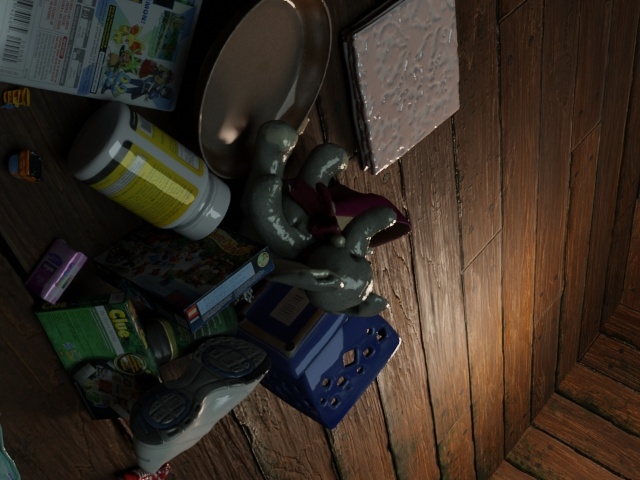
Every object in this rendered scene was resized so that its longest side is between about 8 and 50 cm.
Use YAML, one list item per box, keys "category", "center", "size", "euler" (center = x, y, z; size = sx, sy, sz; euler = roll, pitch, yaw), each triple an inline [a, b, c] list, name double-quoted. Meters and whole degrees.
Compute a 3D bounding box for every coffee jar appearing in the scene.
- category: "coffee jar"
  center: [-0.235, 0.155, 1.280]
  size: [0.184, 0.096, 0.079]
  euler: [-18, 90, -46]

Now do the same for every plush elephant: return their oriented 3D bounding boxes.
- category: "plush elephant"
  center: [0.000, 0.000, 1.229]
  size: [0.330, 0.255, 0.272]
  euler: [-63, 156, 0]

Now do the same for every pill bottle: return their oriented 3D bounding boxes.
- category: "pill bottle"
  center: [-0.233, -0.090, 1.061]
  size: [0.208, 0.119, 0.119]
  euler: [36, 82, -38]

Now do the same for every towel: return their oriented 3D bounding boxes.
- category: "towel"
  center: [0.172, -0.339, 1.524]
  size: [0.317, 0.053, 0.332]
  euler: [-40, 139, -28]

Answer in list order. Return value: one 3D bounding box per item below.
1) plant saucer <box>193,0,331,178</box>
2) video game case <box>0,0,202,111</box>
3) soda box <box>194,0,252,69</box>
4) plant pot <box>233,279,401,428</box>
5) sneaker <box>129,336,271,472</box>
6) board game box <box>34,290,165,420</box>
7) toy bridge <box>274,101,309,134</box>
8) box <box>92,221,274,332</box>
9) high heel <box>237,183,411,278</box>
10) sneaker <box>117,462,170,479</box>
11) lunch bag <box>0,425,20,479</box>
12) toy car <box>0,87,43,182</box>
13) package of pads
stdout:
- category: "plant saucer"
  center: [-0.093, -0.242, 1.154]
  size: [0.310, 0.050, 0.311]
  euler: [-45, 154, -29]
- category: "video game case"
  center: [-0.268, -0.345, 0.967]
  size: [0.300, 0.036, 0.329]
  euler: [0, 111, -52]
- category: "soda box"
  center: [-0.114, -0.313, 1.168]
  size: [0.169, 0.053, 0.060]
  euler: [-54, 145, -13]
- category: "plant pot"
  center: [-0.023, 0.181, 1.464]
  size: [0.236, 0.236, 0.212]
  euler: [-49, 137, -18]
- category: "sneaker"
  center: [-0.197, 0.257, 1.229]
  size: [0.297, 0.111, 0.129]
  euler: [-29, 149, -46]
- category: "board game box"
  center: [-0.326, 0.184, 1.170]
  size: [0.030, 0.136, 0.260]
  euler: [-89, 173, -49]
- category: "toy bridge"
  center: [-0.086, -0.213, 1.295]
  size: [0.188, 0.026, 0.063]
  euler: [23, 96, -55]
- category: "box"
  center: [-0.205, 0.034, 1.120]
  size: [0.159, 0.233, 0.044]
  euler: [-40, 132, -31]
- category: "high heel"
  center: [-0.005, 0.001, 1.403]
  size: [0.377, 0.181, 0.127]
  euler: [-35, 137, -35]
- category: "sneaker"
  center: [-0.321, 0.427, 1.396]
  size: [0.067, 0.042, 0.118]
  euler: [-54, 152, -6]
- category: "lunch bag"
  center: [-0.523, 0.249, 0.861]
  size: [0.262, 0.223, 0.160]
  euler: [-27, 126, -38]
- category: "toy car"
  center: [-0.383, -0.133, 0.972]
  size: [0.040, 0.060, 0.122]
  euler: [-2, 101, -5]
- category: "package of pads"
  center: [-0.373, 0.042, 1.070]
  size: [0.083, 0.050, 0.032]
  euler: [-57, 150, -10]
